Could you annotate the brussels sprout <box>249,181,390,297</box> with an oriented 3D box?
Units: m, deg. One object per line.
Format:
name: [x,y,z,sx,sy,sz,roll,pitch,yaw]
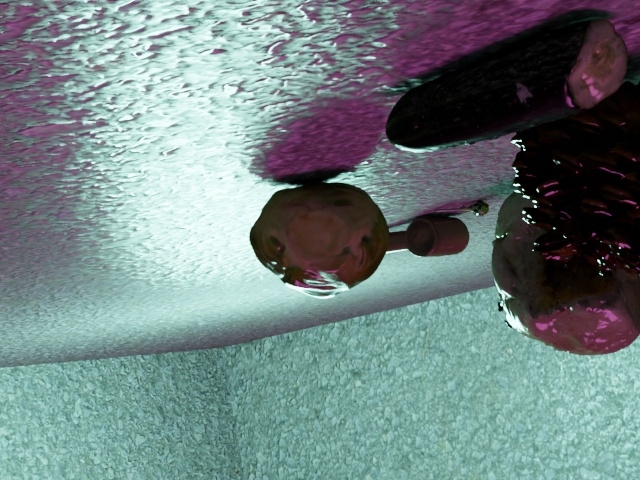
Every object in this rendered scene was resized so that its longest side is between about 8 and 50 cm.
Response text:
brussels sprout: [0.003,-0.004,1.649,0.161,0.144,0.180,27,175,-14]

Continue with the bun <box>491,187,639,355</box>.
bun: [0.350,0.040,1.989,0.204,0.282,0.281,-12,173,23]

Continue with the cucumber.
cucumber: [0.152,-0.125,1.179,0.074,0.074,0.241,-4,172,-44]

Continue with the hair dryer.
hair dryer: [0.141,-0.001,2.215,0.181,0.064,0.117,-6,178,35]

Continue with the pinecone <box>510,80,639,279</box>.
pinecone: [0.289,-0.061,1.360,0.221,0.221,0.221,-11,173,-1]

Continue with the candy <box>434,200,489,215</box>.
candy: [0.217,-0.048,2.097,0.083,0.025,0.023,-3,145,5]
